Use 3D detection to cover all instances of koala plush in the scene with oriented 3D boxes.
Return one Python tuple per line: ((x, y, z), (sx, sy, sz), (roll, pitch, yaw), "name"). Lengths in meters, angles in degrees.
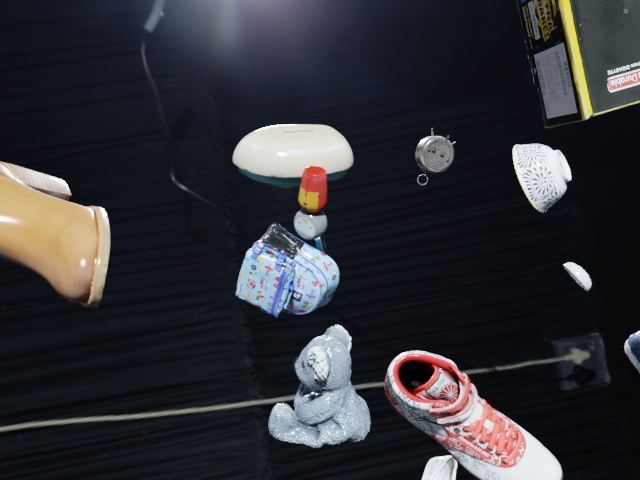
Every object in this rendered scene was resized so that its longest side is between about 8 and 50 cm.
((0.014, 0.303, 1.155), (0.196, 0.203, 0.221), (-19, 113, -67), "koala plush")

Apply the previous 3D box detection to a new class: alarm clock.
((0.392, -0.281, 1.881), (0.192, 0.129, 0.064), (-64, -163, 5), "alarm clock")

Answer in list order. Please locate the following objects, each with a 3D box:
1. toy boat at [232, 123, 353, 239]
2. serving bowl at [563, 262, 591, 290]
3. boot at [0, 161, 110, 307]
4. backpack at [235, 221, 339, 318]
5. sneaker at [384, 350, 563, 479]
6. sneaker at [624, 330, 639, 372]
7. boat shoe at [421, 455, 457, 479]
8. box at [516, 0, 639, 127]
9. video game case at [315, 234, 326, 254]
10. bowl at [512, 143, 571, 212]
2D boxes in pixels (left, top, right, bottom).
((-0.048, -0.137, 1.152), (0.318, 0.267, 0.148), (-113, -157, -54), "toy boat")
((0.636, 0.084, 1.325), (0.083, 0.027, 0.083), (47, 13, -14), "serving bowl")
((-0.354, -0.022, 0.553), (0.283, 0.220, 0.109), (42, -67, 40), "boot")
((-0.059, 0.076, 1.046), (0.117, 0.173, 0.158), (-54, 170, -54), "backpack")
((0.205, 0.249, 0.731), (0.270, 0.090, 0.145), (30, -22, 23), "sneaker")
((1.072, 0.372, 1.592), (0.130, 0.322, 0.236), (-54, 169, -19), "sneaker")
((0.324, 0.730, 1.528), (0.096, 0.098, 0.277), (-55, -177, 47), "boat shoe")
((0.345, -0.277, 0.518), (0.079, 0.322, 0.257), (-160, -126, -79), "box")
((0.000, 0.000, 1.395), (0.166, 0.015, 0.119), (79, 7, -52), "video game case")
((0.508, -0.154, 1.214), (0.170, 0.080, 0.170), (26, 52, -39), "bowl")
